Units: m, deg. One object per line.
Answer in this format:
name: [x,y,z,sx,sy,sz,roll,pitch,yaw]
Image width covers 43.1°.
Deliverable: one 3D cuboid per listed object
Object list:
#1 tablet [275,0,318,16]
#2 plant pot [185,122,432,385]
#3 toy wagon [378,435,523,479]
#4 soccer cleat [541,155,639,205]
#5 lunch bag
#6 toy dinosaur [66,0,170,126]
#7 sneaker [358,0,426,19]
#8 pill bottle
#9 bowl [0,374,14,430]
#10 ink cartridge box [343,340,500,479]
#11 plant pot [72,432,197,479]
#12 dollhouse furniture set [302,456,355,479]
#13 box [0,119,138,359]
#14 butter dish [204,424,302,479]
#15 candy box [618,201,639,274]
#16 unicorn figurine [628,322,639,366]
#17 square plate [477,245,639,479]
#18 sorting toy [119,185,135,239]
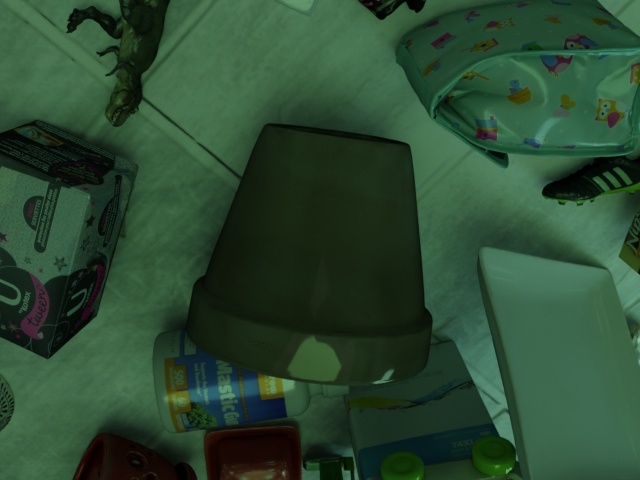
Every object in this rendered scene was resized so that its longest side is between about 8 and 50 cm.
tablet: [-0.019,-0.329,1.018,0.054,0.006,0.083,20,113,-15]
plant pot: [0.000,0.000,1.047,0.323,0.323,0.280,6,101,-9]
toy wagon: [0.135,0.396,1.070,0.344,0.068,0.267,-9,117,-4]
soccer cleat: [0.401,-0.095,1.162,0.179,0.060,0.072,-10,109,-8]
lunch bag: [0.233,-0.201,0.989,0.262,0.223,0.160,-5,123,-3]
toy dinosaur: [-0.235,-0.276,0.992,0.118,0.064,0.268,17,114,-31]
sneaker: [0.061,-0.309,1.001,0.170,0.063,0.075,-6,114,-13]
pill bottle: [-0.099,0.192,1.198,0.272,0.152,0.152,-8,118,-1]
bowl: [-0.560,0.265,1.225,0.170,0.080,0.170,-2,117,-5]
ink cartridge box: [0.150,0.318,1.224,0.197,0.270,0.198,-11,118,-2]
plant pot: [-0.297,0.419,1.273,0.174,0.191,0.191,25,112,-20]
dollhouse furniture set: [0.015,0.384,1.315,0.076,0.152,0.058,-4,76,-7]
box: [-0.360,-0.002,1.048,0.163,0.142,0.247,24,115,5]
butter dish: [-0.107,0.394,1.321,0.160,0.118,0.160,-3,117,-5]
candy box: [0.614,-0.028,1.176,0.316,0.087,0.183,3,118,-17]
unicorn figurine: [0.534,0.182,1.322,0.162,0.060,0.111,-4,118,-23]
square plate: [0.342,0.190,1.110,0.347,0.344,0.049,9,154,-42]
sorting toy: [-0.304,-0.044,1.121,0.075,0.045,0.083,19,115,6]
